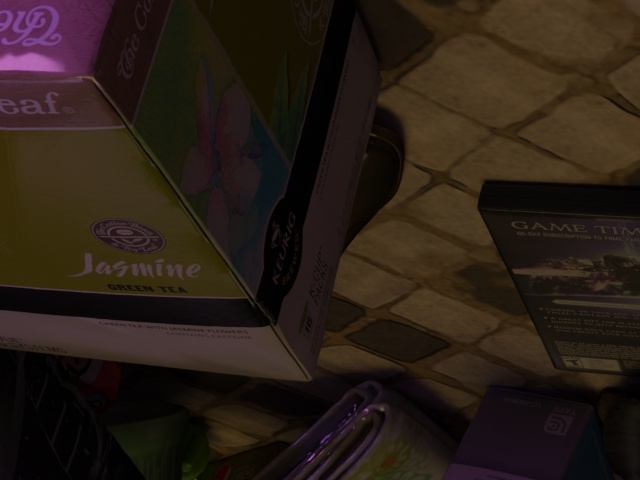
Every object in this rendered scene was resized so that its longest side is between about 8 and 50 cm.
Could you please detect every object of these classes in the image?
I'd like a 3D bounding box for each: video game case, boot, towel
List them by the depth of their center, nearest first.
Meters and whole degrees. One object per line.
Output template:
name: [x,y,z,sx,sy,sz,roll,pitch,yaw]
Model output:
boot: [0.000,0.000,1.131,0.082,0.106,0.219,18,156,-8]
video game case: [0.239,0.038,1.185,0.196,0.026,0.274,3,153,22]
towel: [0.034,0.321,1.599,0.320,0.090,0.374,-41,137,6]

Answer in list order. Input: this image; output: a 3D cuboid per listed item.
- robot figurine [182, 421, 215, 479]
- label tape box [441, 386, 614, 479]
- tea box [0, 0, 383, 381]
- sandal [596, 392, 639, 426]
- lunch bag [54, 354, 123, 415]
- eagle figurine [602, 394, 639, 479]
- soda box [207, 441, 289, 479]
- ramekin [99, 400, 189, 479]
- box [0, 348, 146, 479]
robot figurine: [-0.158,0.231,1.755,0.101,0.067,0.115,26,155,-9]
label tape box: [0.150,0.338,1.409,0.115,0.348,0.249,10,139,32]
tea box: [-0.176,-0.095,0.886,0.329,0.220,0.323,4,155,20]
sandal: [0.288,0.187,1.445,0.072,0.049,0.180,-2,151,31]
lunch bag: [-0.336,0.066,1.433,0.293,0.120,0.258,-5,149,38]
eagle figurine: [0.324,0.194,1.275,0.226,0.225,0.298,48,-163,14]
soda box: [-0.071,0.271,1.806,0.061,0.058,0.181,25,153,-23]
ramekin: [-0.276,0.246,1.600,0.303,0.148,0.303,-3,180,0]
box: [-0.371,0.241,1.136,0.297,0.480,0.472,-18,125,19]
